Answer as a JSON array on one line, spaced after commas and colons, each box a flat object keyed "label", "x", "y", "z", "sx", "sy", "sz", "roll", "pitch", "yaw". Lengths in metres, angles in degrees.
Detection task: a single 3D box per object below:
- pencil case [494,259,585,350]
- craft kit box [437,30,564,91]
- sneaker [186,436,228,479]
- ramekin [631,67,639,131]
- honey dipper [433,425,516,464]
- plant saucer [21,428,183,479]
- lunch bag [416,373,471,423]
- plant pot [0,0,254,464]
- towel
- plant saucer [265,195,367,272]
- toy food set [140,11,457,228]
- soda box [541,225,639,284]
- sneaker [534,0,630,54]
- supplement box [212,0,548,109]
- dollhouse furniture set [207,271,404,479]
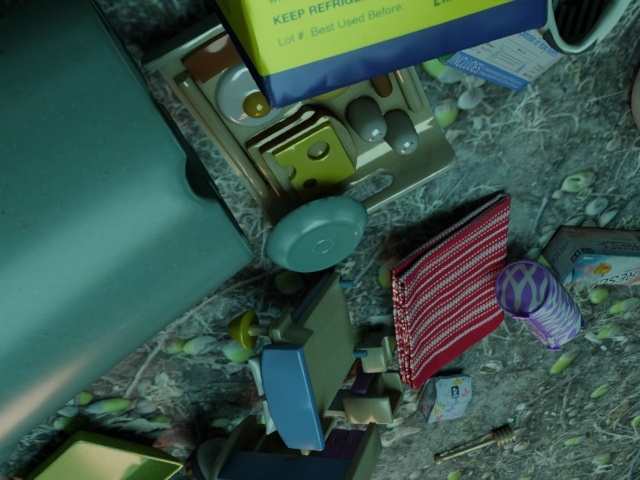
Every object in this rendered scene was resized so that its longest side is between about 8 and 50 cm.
[{"label": "pencil case", "x": 0.314, "y": 0.096, "z": 1.141, "sx": 0.086, "sy": 0.088, "sz": 0.206, "roll": 5, "pitch": 163, "yaw": 33}, {"label": "craft kit box", "x": 0.227, "y": -0.237, "z": 0.692, "sx": 0.246, "sy": 0.061, "sz": 0.250, "roll": -36, "pitch": 168, "yaw": 25}, {"label": "sneaker", "x": -0.169, "y": 0.413, "z": 1.218, "sx": 0.180, "sy": 0.125, "sz": 0.321, "roll": -27, "pitch": 145, "yaw": 3}, {"label": "ramekin", "x": 0.506, "y": -0.179, "z": 0.929, "sx": 0.277, "sy": 0.135, "sz": 0.277, "roll": -14, "pitch": 138, "yaw": -13}, {"label": "honey dipper", "x": 0.292, "y": 0.394, "z": 1.509, "sx": 0.160, "sy": 0.030, "sz": 0.030, "roll": -20, "pitch": 139, "yaw": -3}, {"label": "plant saucer", "x": -0.327, "y": 0.336, "z": 1.133, "sx": 0.188, "sy": 0.045, "sz": 0.188, "roll": -42, "pitch": 137, "yaw": 18}, {"label": "lunch bag", "x": 0.206, "y": 0.255, "z": 1.305, "sx": 0.071, "sy": 0.053, "sz": 0.083, "roll": -1, "pitch": 125, "yaw": -27}, {"label": "plant pot", "x": -0.256, "y": -0.005, "z": 0.620, "sx": 0.334, "sy": 0.341, "sz": 0.341, "roll": -33, "pitch": 139, "yaw": -3}, {"label": "towel", "x": 0.183, "y": 0.078, "z": 1.085, "sx": 0.199, "sy": 0.031, "sz": 0.275, "roll": -33, "pitch": 142, "yaw": -18}, {"label": "plant saucer", "x": 0.000, "y": 0.000, "z": 0.862, "sx": 0.119, "sy": 0.021, "sz": 0.119, "roll": -17, "pitch": 147, "yaw": -12}, {"label": "toy food set", "x": -0.001, "y": -0.123, "z": 0.773, "sx": 0.219, "sy": 0.092, "sz": 0.306, "roll": -29, "pitch": 139, "yaw": 4}, {"label": "soda box", "x": 0.416, "y": 0.023, "z": 1.152, "sx": 0.183, "sy": 0.063, "sz": 0.058, "roll": 2, "pitch": 132, "yaw": -28}, {"label": "sneaker", "x": 0.195, "y": -0.241, "z": 0.501, "sx": 0.094, "sy": 0.091, "sz": 0.258, "roll": 5, "pitch": 123, "yaw": 1}, {"label": "supplement box", "x": 0.001, "y": -0.295, "z": 0.465, "sx": 0.194, "sy": 0.195, "sz": 0.356, "roll": -18, "pitch": 127, "yaw": -8}, {"label": "dollhouse furniture set", "x": -0.040, "y": 0.164, "z": 1.048, "sx": 0.198, "sy": 0.286, "sz": 0.303, "roll": -1, "pitch": 117, "yaw": 23}]
